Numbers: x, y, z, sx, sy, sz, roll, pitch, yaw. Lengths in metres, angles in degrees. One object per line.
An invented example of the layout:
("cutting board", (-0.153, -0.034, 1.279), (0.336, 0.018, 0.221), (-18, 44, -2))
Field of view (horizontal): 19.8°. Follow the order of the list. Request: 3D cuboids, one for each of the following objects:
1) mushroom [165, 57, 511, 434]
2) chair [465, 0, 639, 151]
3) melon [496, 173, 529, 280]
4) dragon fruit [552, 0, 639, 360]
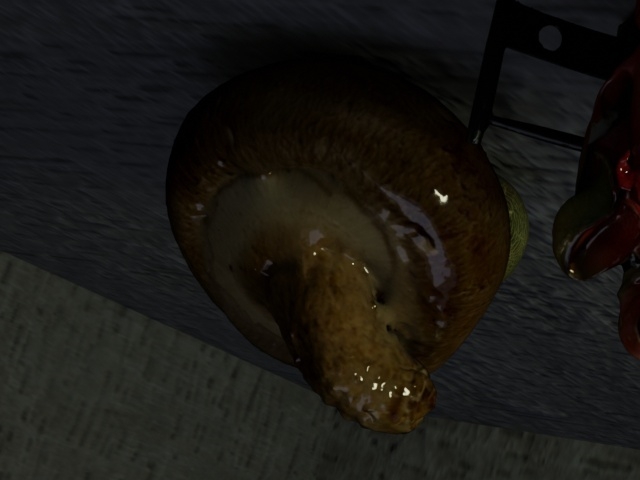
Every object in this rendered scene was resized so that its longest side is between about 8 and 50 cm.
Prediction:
("mushroom", (0.012, -0.014, 1.628), (0.345, 0.345, 0.239), (9, -163, 24))
("chair", (0.224, -0.096, 1.246), (0.260, 0.154, 0.141), (15, 167, -6))
("melon", (0.127, -0.010, 1.776), (0.139, 0.139, 0.192), (21, 163, -27))
("dragon fruit", (0.264, -0.060, 1.047), (0.228, 0.307, 0.243), (14, -174, -30))
